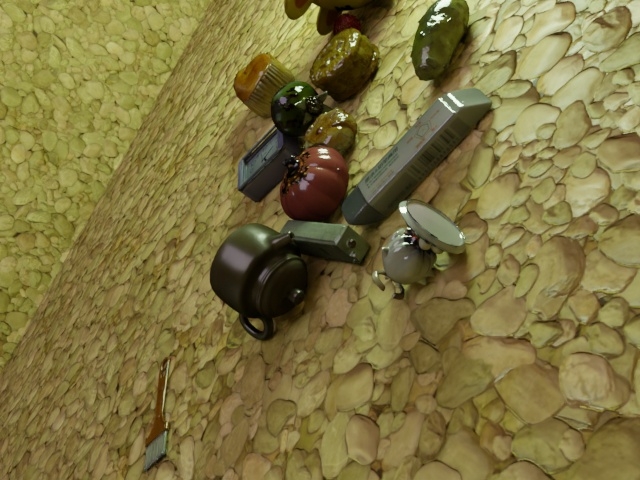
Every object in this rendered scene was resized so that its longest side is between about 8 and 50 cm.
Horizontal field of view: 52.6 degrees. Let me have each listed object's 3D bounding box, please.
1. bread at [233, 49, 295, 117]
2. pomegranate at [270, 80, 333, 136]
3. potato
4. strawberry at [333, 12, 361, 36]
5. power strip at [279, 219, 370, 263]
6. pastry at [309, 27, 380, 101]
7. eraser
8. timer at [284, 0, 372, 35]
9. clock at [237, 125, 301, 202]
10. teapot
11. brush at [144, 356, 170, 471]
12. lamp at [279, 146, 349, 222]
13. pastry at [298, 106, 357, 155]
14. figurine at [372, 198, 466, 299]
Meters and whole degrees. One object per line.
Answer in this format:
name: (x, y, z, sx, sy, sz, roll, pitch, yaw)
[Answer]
bread: (-0.186, -0.501, 2.051, 0.179, 0.133, 0.250, -52, 29, 16)
pomegranate: (-0.050, -0.329, 1.657, 0.148, 0.148, 0.169, -53, 38, 5)
potato: (0.251, -0.430, 1.376, 0.117, 0.090, 0.226, -16, 45, 54)
strawberry: (0.074, -0.582, 1.805, 0.083, 0.083, 0.097, -131, 44, -60)
power strip: (0.000, 0.000, 1.334, 0.052, 0.078, 0.272, -57, 28, -14)
pastry: (0.060, -0.452, 1.665, 0.188, 0.103, 0.189, -36, 35, 31)
eraser: (0.177, -0.160, 1.250, 0.352, 0.061, 0.089, -47, 32, 17)
timer: (0.046, -0.767, 1.791, 0.387, 0.376, 0.376, -66, 27, 13)
clock: (-0.140, -0.216, 1.759, 0.193, 0.073, 0.145, -41, 34, 26)
teapot: (-0.109, 0.090, 1.333, 0.175, 0.185, 0.268, 31, 120, 32)
brush: (-0.391, 0.404, 1.579, 0.090, 0.017, 0.314, -42, 32, 24)
lamp: (-0.021, -0.127, 1.431, 0.182, 0.140, 0.182, -39, 36, 35)
pastry: (0.023, -0.246, 1.544, 0.153, 0.081, 0.153, -36, 27, 22)
figurine: (0.147, 0.027, 1.071, 0.154, 0.132, 0.132, -56, 27, 27)
